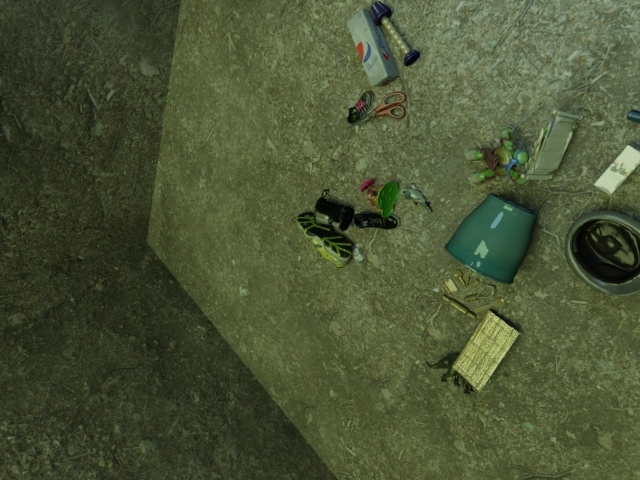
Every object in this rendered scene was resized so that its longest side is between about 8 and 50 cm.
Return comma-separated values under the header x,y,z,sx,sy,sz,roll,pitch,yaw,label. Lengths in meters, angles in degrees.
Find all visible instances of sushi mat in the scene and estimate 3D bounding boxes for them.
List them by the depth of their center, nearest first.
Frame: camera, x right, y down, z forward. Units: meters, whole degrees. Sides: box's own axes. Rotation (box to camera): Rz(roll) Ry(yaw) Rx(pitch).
x,y,z,sx,sy,sz,roll,pitch,yaw,label
0.672,0.454,1.761,0.151,0.019,0.317,40,115,38,sushi mat

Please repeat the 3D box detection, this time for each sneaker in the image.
x,y,z,sx,sy,sz,roll,pitch,yaw,label
0.168,-0.577,1.881,0.063,0.074,0.170,50,132,17,sneaker
0.245,-0.080,1.970,0.216,0.121,0.079,13,115,39,sneaker
0.000,0.000,2.221,0.385,0.145,0.147,46,145,29,sneaker

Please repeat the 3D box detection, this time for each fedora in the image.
x,y,z,sx,sy,sz,roll,pitch,yaw,label
0.935,0.032,1.370,0.275,0.124,0.244,51,131,27,fedora

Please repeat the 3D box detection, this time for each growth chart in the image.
x,y,z,sx,sy,sz,roll,pitch,yaw,label
0.737,-0.300,1.370,0.021,0.171,0.238,46,123,53,growth chart

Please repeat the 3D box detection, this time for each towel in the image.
x,y,z,sx,sy,sz,roll,pitch,yaw,label
0.957,-0.347,1.243,0.119,0.067,0.029,33,124,29,towel

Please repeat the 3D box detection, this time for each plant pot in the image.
x,y,z,sx,sy,sz,roll,pitch,yaw,label
0.635,-0.021,1.552,0.271,0.271,0.255,35,112,28,plant pot

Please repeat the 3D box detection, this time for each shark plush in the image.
x,y,z,sx,sy,sz,roll,pitch,yaw,label
0.417,-0.180,1.843,0.161,0.073,0.067,29,147,7,shark plush

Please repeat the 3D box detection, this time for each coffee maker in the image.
x,y,z,sx,sy,sz,roll,pitch,yaw,label
0.065,-0.148,2.114,0.178,0.120,0.171,19,117,36,coffee maker

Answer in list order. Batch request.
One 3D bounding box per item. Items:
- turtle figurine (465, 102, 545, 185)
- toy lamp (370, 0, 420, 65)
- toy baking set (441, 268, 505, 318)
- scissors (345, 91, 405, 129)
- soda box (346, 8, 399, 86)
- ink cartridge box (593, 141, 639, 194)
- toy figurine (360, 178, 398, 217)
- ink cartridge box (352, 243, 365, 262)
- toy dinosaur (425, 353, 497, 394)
x,y,z,sx,sy,sz,roll,pitch,yaw,label
0.666,-0.291,1.512,0.198,0.275,0.266,44,164,-18,turtle figurine
0.288,-0.817,1.679,0.080,0.080,0.275,-39,81,44,toy lamp
0.629,0.232,1.800,0.256,0.030,0.197,39,129,26,toy baking set
0.229,-0.554,1.837,0.296,0.021,0.109,-4,109,33,scissors
0.214,-0.780,1.745,0.091,0.098,0.287,-20,93,45,soda box
0.923,-0.233,1.293,0.061,0.104,0.181,42,129,22,ink cartridge box
0.251,-0.207,1.939,0.159,0.130,0.173,33,138,44,toy figurine
0.185,0.064,2.148,0.048,0.028,0.083,-36,80,44,ink cartridge box
0.626,0.575,1.897,0.313,0.121,0.161,17,94,47,toy dinosaur
